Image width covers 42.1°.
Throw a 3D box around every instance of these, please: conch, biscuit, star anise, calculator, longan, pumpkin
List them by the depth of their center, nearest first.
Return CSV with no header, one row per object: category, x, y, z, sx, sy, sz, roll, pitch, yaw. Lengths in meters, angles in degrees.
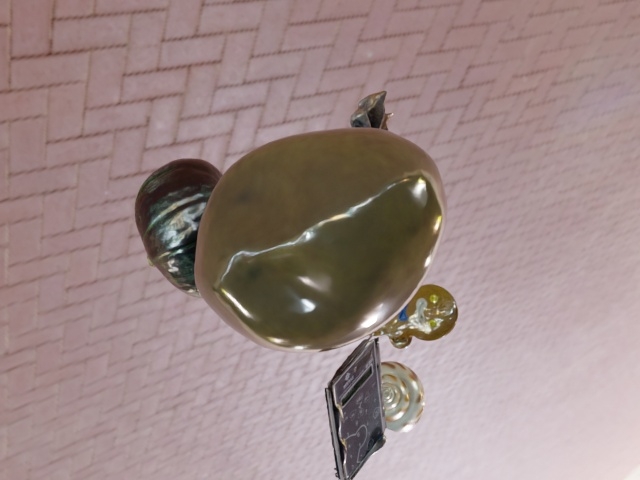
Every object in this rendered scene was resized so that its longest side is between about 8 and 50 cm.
longan,0.000,0.000,1.033,0.350,0.288,0.288,-29,160,36
calculator,0.070,0.315,1.531,0.166,0.028,0.274,-41,136,-39
star anise,0.073,-0.152,1.553,0.230,0.081,0.262,-18,119,-79
pumpkin,-0.281,-0.016,1.825,0.238,0.315,0.315,-27,153,3
biscuit,0.219,0.176,2.034,0.236,0.179,0.039,-3,167,18
conch,0.183,0.394,2.125,0.148,0.183,0.275,-58,162,19
